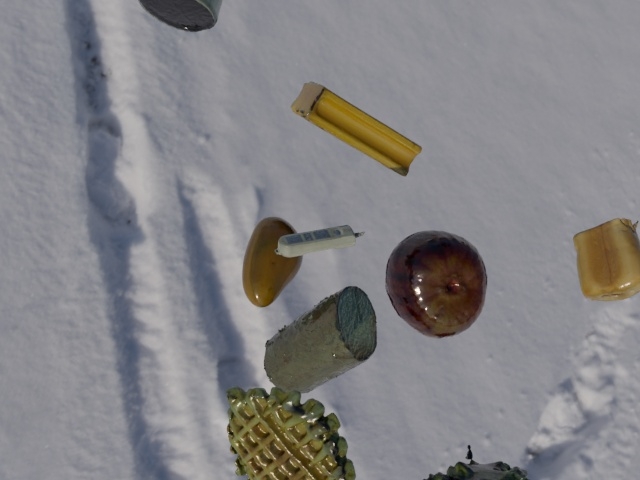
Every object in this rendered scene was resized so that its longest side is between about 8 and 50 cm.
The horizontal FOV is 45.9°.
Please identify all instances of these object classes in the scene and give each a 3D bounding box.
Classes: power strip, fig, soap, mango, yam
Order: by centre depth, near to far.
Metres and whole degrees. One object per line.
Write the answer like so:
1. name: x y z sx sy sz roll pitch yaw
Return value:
1. fig: 0.159 0.051 1.139 0.148 0.149 0.202 -27 42 -25
2. power strip: 0.000 0.000 1.537 0.191 0.030 0.047 -10 34 -14
3. yam: 0.008 0.230 1.704 0.168 0.304 0.168 21 52 -29
4. mango: -0.114 0.052 1.798 0.139 0.113 0.253 27 50 -18
5. soap: 0.088 -0.296 1.972 0.325 0.204 0.096 28 98 -21

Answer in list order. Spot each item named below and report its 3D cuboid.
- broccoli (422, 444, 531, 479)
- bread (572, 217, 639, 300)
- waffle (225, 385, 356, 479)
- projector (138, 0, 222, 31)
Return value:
1. broccoli: 0.286 0.541 1.386 0.348 0.281 0.293 29 82 -20
2. bread: 0.591 0.044 1.533 0.085 0.134 0.173 31 50 -37
3. waffle: -0.045 0.307 1.092 0.054 0.208 0.214 -36 127 -50
4. projector: -0.150 -0.451 1.012 0.108 0.108 0.337 19 74 -23
